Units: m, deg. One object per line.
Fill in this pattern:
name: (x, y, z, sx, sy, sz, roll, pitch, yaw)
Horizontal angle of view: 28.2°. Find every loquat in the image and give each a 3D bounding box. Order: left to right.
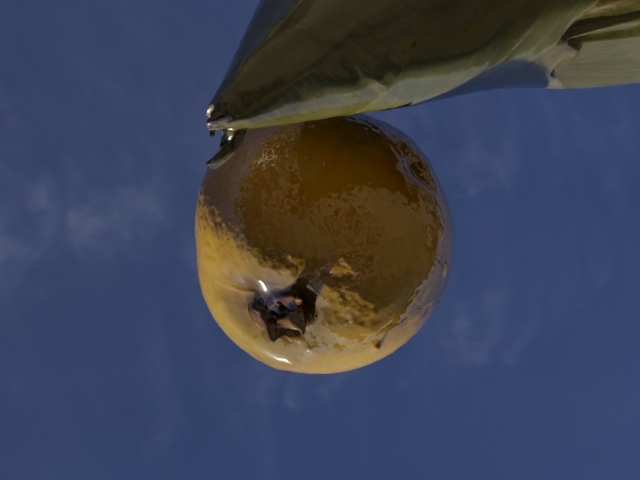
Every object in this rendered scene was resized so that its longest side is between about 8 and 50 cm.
loquat: (0.000, 0.000, 0.967, 0.208, 0.208, 0.208, 2, -93, -29)

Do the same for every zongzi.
zongzi: (0.172, -0.144, 0.858, 0.447, 0.181, 0.418, 14, -137, 5)
